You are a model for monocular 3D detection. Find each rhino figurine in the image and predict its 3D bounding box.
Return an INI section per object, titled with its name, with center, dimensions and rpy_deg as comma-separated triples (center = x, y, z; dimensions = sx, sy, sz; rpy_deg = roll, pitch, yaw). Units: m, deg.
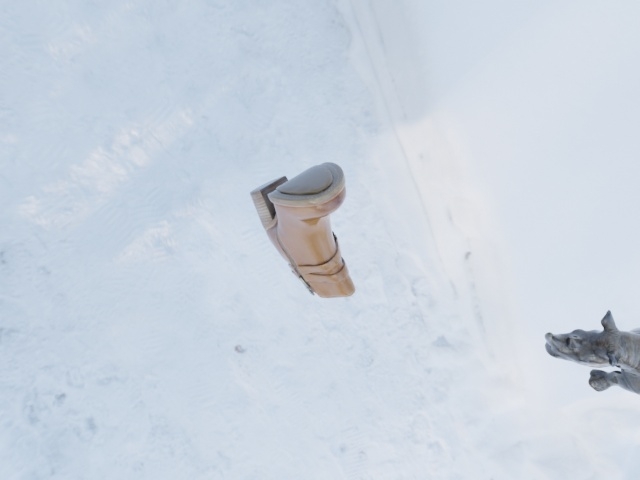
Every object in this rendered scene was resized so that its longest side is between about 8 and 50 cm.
[rhino figurine]
center = 0.340, 0.128, 0.440
dimensions = 0.243, 0.106, 0.073
rpy_deg = 19, 67, -9

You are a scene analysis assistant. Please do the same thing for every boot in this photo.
[boot]
center = 0.000, 0.000, 0.462
dimensions = 0.073, 0.197, 0.152
rpy_deg = -32, 105, -17
